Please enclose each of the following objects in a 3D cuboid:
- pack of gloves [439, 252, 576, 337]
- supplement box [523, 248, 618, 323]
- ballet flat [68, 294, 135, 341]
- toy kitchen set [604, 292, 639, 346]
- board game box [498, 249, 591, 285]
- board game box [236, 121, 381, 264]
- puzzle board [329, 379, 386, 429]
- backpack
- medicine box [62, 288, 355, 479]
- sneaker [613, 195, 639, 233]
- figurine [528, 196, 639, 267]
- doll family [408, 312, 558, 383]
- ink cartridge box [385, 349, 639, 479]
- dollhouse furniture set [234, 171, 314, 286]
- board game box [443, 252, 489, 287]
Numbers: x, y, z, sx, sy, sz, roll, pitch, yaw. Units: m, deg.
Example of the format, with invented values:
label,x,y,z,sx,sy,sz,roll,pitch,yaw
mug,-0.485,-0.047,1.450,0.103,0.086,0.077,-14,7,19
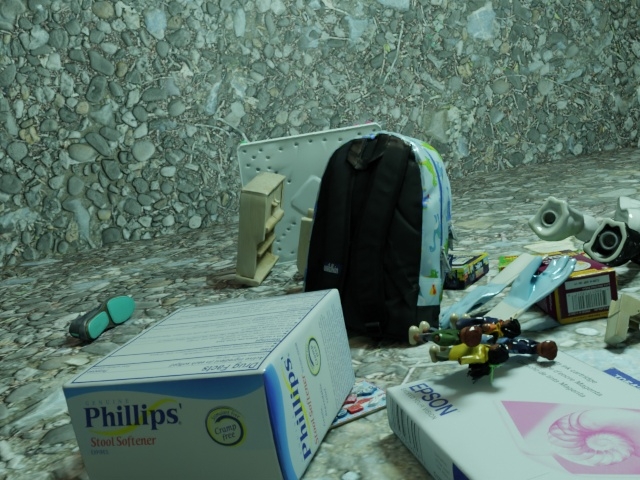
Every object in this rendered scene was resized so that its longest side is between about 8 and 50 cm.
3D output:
label,x,y,z,sx,sy,sz,roll,pitch,yaw
pack of gloves,0.307,0.079,1.118,0.232,0.046,0.195,-35,11,-11
supplement box,0.438,0.077,1.169,0.104,0.080,0.188,-9,10,-1
ballet flat,-0.501,0.174,1.489,0.074,0.074,0.203,-6,13,15
toy kitchen set,0.470,0.137,0.986,0.083,0.075,0.068,23,-29,2
board game box,0.466,0.056,1.359,0.181,0.043,0.092,-5,11,17
board game box,-0.019,-0.126,1.826,0.390,0.390,0.050,-10,34,-8
puzzle board,0.032,0.226,0.911,0.128,0.011,0.096,-14,12,-25
backpack,0.114,-0.024,1.220,0.290,0.355,0.273,2,11,38
medicine box,-0.123,0.185,0.850,0.263,0.149,0.289,-8,11,20
sneaker,0.768,-0.036,1.495,0.169,0.108,0.292,7,13,16
figurine,0.569,-0.008,1.340,0.209,0.092,0.215,11,14,-41
doll family,0.206,0.124,0.798,0.193,0.076,0.111,-11,2,-40
ink cartridge box,0.278,0.200,0.696,0.330,0.071,0.324,-13,11,-14
dollhouse furniture set,0.000,0.000,1.669,0.394,0.256,0.362,12,25,10
board game box,0.271,0.066,1.463,0.170,0.048,0.141,-2,11,37
